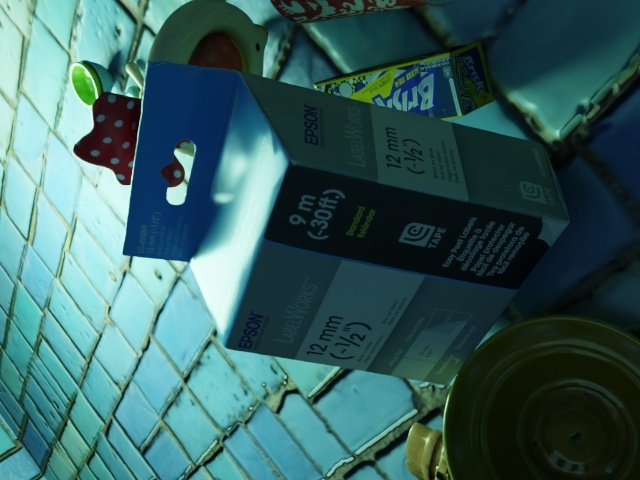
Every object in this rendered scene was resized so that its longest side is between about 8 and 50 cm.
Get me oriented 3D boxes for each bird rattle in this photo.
[{"bbox_3d":[-0.134,-0.150,0.776,0.143,0.253,0.207,19,102,37],"label":"bird rattle"}]

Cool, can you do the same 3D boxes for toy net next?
[{"bbox_3d":[-0.259,-0.185,1.016,0.232,0.045,0.122,16,124,39],"label":"toy net"}]

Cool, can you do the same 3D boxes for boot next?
[{"bbox_3d":[0.167,0.247,0.826,0.152,0.073,0.197,33,131,33],"label":"boot"}]

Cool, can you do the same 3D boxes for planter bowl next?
[{"bbox_3d":[0.230,0.181,0.676,0.217,0.090,0.217,-7,75,26],"label":"planter bowl"}]

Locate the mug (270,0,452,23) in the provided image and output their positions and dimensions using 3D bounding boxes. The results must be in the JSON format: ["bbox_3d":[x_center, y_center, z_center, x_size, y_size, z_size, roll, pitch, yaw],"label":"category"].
[{"bbox_3d":[0.027,-0.263,0.630,0.169,0.113,0.150,5,127,49],"label":"mug"}]

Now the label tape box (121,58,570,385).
[{"bbox_3d":[0.000,0.000,0.661,0.249,0.347,0.115,113,161,-44],"label":"label tape box"}]

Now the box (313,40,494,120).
[{"bbox_3d":[0.075,-0.140,0.697,0.169,0.054,0.059,-1,112,46],"label":"box"}]
